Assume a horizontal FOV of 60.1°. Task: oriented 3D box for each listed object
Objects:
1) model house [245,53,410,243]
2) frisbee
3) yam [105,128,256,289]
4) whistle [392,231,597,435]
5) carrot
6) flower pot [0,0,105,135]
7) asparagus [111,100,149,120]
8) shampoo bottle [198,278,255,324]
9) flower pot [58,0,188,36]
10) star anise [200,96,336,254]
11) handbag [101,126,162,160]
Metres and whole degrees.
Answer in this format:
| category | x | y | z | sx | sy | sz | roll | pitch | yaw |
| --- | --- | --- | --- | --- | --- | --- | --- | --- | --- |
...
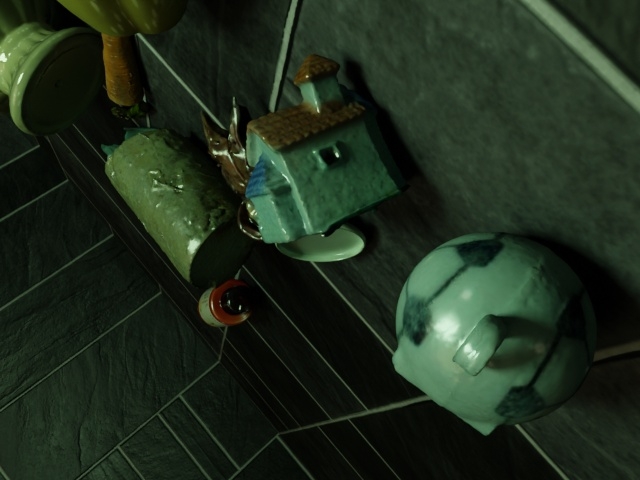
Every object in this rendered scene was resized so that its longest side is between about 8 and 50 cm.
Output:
| category | x | y | z | sx | sy | sz | roll | pitch | yaw |
| --- | --- | --- | --- | --- | --- | --- | --- | --- | --- |
| model house | -0.009 | -0.089 | 0.515 | 0.119 | 0.148 | 0.148 | 8 | 120 | 65 |
| frisbee | 0.000 | 0.000 | 0.662 | 0.110 | 0.110 | 0.014 | 111 | 162 | -64 |
| yam | -0.219 | -0.061 | 0.895 | 0.268 | 0.161 | 0.161 | 49 | 158 | 23 |
| whistle | 0.147 | 0.070 | 0.472 | 0.163 | 0.163 | 0.290 | 45 | -166 | 15 |
| carrot | -0.318 | -0.304 | 0.874 | 0.061 | 0.061 | 0.209 | 46 | 152 | 13 |
| flower pot | -0.535 | -0.328 | 0.960 | 0.244 | 0.307 | 0.307 | 35 | 156 | 4 |
| asparagus | -0.367 | -0.250 | 1.073 | 0.034 | 0.027 | 0.236 | 40 | 166 | -31 |
| shampoo bottle | -0.214 | 0.145 | 1.283 | 0.104 | 0.104 | 0.278 | 53 | 158 | -4 |
| flower pot | -0.188 | -0.286 | 0.499 | 0.195 | 0.195 | 0.179 | 50 | 170 | 4 |
| star anise | -0.079 | -0.055 | 0.721 | 0.272 | 0.102 | 0.272 | 37 | 156 | 20 |
| handbag | -0.333 | -0.096 | 1.149 | 0.269 | 0.100 | 0.274 | 19 | 141 | 51 |
